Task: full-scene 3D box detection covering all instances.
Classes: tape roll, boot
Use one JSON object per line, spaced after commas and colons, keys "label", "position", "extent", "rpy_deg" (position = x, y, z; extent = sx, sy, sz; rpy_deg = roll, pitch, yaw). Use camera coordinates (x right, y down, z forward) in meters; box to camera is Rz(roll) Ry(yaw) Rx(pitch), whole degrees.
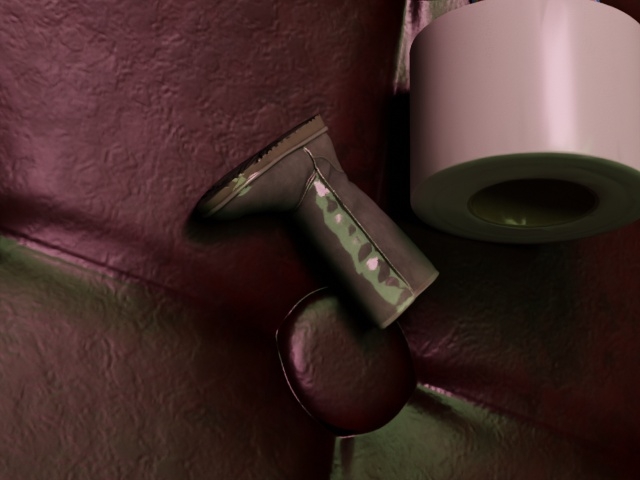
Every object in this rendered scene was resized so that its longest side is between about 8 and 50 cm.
{"label": "tape roll", "position": [0.209, -0.114, 1.667], "extent": [0.246, 0.246, 0.169], "rpy_deg": [13, 67, -27]}
{"label": "boot", "position": [0.001, 0.000, 1.613], "extent": [0.190, 0.076, 0.208], "rpy_deg": [-36, 99, -33]}

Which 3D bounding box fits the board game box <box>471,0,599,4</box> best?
{"label": "board game box", "position": [0.231, -0.331, 1.884], "extent": [0.160, 0.039, 0.211], "rpy_deg": [0, 73, -31]}
